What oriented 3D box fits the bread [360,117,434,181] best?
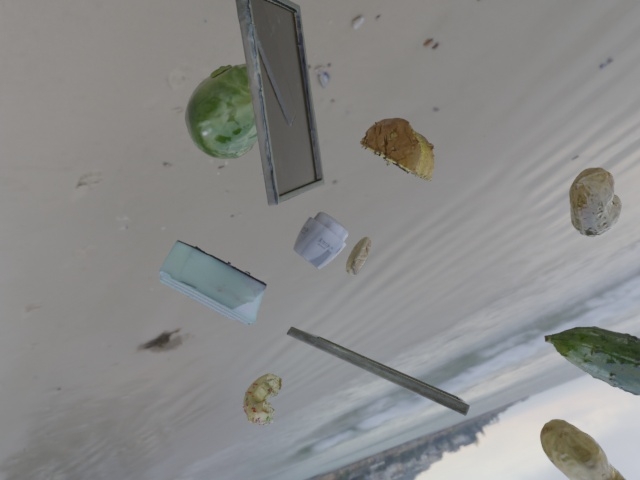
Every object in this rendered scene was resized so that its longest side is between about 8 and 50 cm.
[{"bbox_3d":[0.260,-0.301,1.803,0.160,0.260,0.147,21,100,-41],"label":"bread"}]

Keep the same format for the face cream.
[{"bbox_3d":[0.000,0.000,1.094,0.095,0.091,0.091,-53,158,-4],"label":"face cream"}]

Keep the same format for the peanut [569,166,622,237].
[{"bbox_3d":[0.529,-0.070,1.094,0.093,0.083,0.194,11,155,29],"label":"peanut"}]

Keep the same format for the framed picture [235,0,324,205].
[{"bbox_3d":[-0.055,-0.226,0.894,0.024,0.314,0.232,-3,-169,19],"label":"framed picture"}]

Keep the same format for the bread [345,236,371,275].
[{"bbox_3d":[0.137,0.059,2.091,0.053,0.073,0.214,-4,-150,27],"label":"bread"}]

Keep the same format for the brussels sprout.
[{"bbox_3d":[-0.216,-0.314,1.373,0.244,0.244,0.244,-19,159,-8],"label":"brussels sprout"}]

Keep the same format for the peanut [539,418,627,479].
[{"bbox_3d":[0.771,0.654,1.629,0.147,0.319,0.147,-37,161,-15],"label":"peanut"}]

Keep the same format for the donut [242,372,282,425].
[{"bbox_3d":[-0.178,0.464,1.655,0.108,0.166,0.065,-19,122,19],"label":"donut"}]

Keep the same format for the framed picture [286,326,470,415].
[{"bbox_3d":[0.109,0.234,1.031,0.324,0.020,0.240,21,172,14],"label":"framed picture"}]

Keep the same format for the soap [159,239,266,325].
[{"bbox_3d":[-0.232,0.096,1.242,0.230,0.091,0.145,29,161,-7],"label":"soap"}]

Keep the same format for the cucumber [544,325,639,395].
[{"bbox_3d":[0.650,0.263,1.324,0.244,0.134,0.134,16,162,12],"label":"cucumber"}]
